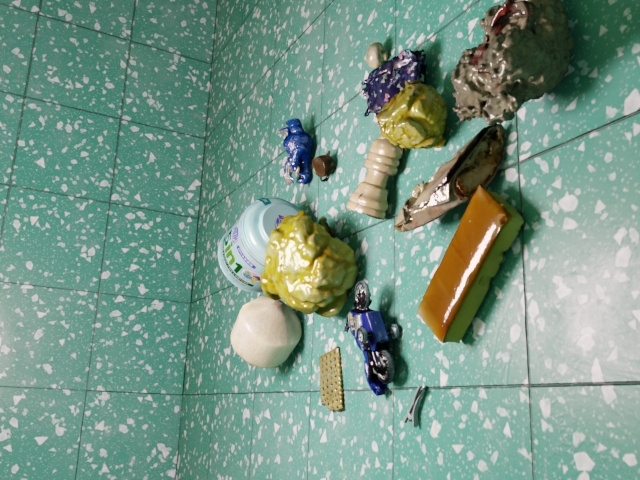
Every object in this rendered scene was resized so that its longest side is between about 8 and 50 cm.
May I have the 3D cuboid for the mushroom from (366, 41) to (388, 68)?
[{"bbox_3d":[0.183,-0.596,2.086,0.067,0.083,0.083,4,83,23],"label":"mushroom"}]

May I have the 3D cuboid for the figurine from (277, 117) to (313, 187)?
[{"bbox_3d":[-0.080,-0.332,2.477,0.164,0.121,0.262,177,85,-70],"label":"figurine"}]

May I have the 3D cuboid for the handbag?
[{"bbox_3d":[0.224,-0.458,1.912,0.260,0.113,0.162,-18,74,58],"label":"handbag"}]

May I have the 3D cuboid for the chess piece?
[{"bbox_3d":[0.179,-0.224,1.934,0.139,0.124,0.307,-36,-36,-81],"label":"chess piece"}]

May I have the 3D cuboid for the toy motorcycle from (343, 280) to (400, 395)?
[{"bbox_3d":[0.139,0.277,1.837,0.169,0.113,0.315,120,140,-54],"label":"toy motorcycle"}]

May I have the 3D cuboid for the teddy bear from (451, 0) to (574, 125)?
[{"bbox_3d":[0.394,-0.402,1.462,0.367,0.224,0.357,-38,35,56],"label":"teddy bear"}]

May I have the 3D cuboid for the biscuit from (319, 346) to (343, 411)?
[{"bbox_3d":[0.032,0.455,2.082,0.144,0.016,0.203,-39,47,52],"label":"biscuit"}]

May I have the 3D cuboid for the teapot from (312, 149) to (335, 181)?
[{"bbox_3d":[0.019,-0.263,2.304,0.076,0.068,0.121,34,135,39],"label":"teapot"}]

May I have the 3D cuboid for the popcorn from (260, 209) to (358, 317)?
[{"bbox_3d":[-0.053,0.083,2.076,0.292,0.293,0.334,-49,31,-9],"label":"popcorn"}]

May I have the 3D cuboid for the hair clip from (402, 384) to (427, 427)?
[{"bbox_3d":[0.249,0.424,1.655,0.039,0.030,0.115,29,110,42],"label":"hair clip"}]

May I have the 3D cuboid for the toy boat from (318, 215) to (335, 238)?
[{"bbox_3d":[0.001,0.000,2.235,0.185,0.071,0.089,-67,30,26],"label":"toy boat"}]

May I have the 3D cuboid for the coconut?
[{"bbox_3d":[-0.190,0.318,2.330,0.237,0.237,0.266,-106,32,-41],"label":"coconut"}]

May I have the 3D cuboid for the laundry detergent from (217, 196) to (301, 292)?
[{"bbox_3d":[-0.194,0.009,2.378,0.305,0.287,0.287,-42,46,52],"label":"laundry detergent"}]

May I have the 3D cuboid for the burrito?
[{"bbox_3d":[0.318,-0.134,1.599,0.348,0.107,0.175,-40,23,47],"label":"burrito"}]

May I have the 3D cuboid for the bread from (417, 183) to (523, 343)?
[{"bbox_3d":[0.350,0.060,1.523,0.361,0.077,0.138,-68,28,23],"label":"bread"}]

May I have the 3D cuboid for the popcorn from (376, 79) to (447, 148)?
[{"bbox_3d":[0.251,-0.338,1.736,0.187,0.167,0.185,35,111,47],"label":"popcorn"}]
